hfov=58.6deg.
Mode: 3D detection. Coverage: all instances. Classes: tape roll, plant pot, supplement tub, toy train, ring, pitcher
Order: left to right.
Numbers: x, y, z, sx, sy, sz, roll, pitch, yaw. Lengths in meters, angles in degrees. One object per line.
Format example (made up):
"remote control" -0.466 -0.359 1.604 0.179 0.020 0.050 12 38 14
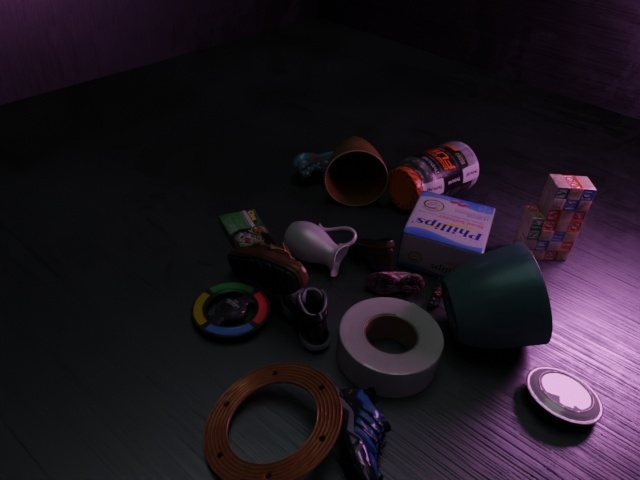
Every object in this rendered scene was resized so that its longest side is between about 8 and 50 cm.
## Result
"ring" -0.110 0.428 1.334 0.337 0.032 0.336 -11 36 8
"pitcher" 0.000 0.000 1.875 0.207 0.125 0.177 28 67 21
"plant pot" 0.132 -0.298 2.206 0.237 0.237 0.254 3 35 -2
"tape roll" 0.188 0.285 1.556 0.286 0.100 0.286 2 37 -2
"supplement tub" 0.427 -0.245 2.185 0.338 0.207 0.207 -25 46 -32
"toy train" 0.371 0.163 1.793 0.036 0.027 0.158 19 40 13
"plant pot" 0.474 0.172 1.598 0.235 0.293 0.293 -13 38 3

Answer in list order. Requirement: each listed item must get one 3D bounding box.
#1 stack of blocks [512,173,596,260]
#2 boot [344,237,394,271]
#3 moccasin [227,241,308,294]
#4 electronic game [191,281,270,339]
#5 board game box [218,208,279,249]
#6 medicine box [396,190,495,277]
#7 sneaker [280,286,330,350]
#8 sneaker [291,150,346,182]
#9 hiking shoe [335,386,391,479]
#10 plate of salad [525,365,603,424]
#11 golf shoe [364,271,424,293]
"stack of blocks" 0.780 -0.074 1.921 0.171 0.297 0.087 3 38 -3
"boot" 0.160 0.049 1.887 0.082 0.106 0.219 -14 9 -35
"moccasin" -0.139 0.072 1.691 0.147 0.139 0.380 -29 15 -25
"electronic game" -0.261 0.202 1.663 0.229 0.048 0.229 3 37 -2
"board game box" -0.249 -0.020 1.972 0.136 0.030 0.259 -15 41 -20
"medicine box" 0.427 -0.014 1.932 0.264 0.149 0.289 16 38 15
"sneaker" -0.041 0.175 1.632 0.101 0.153 0.268 -11 40 -20
"sneaker" 0.006 -0.285 2.312 0.262 0.104 0.125 -9 71 -33
"hiking shoe" 0.108 0.453 1.315 0.132 0.113 0.304 -6 38 -12
"plate of salad" 0.630 0.406 1.485 0.200 0.048 0.199 10 30 -6
"golf shoe" 0.231 0.132 1.802 0.186 0.067 0.086 4 8 4
